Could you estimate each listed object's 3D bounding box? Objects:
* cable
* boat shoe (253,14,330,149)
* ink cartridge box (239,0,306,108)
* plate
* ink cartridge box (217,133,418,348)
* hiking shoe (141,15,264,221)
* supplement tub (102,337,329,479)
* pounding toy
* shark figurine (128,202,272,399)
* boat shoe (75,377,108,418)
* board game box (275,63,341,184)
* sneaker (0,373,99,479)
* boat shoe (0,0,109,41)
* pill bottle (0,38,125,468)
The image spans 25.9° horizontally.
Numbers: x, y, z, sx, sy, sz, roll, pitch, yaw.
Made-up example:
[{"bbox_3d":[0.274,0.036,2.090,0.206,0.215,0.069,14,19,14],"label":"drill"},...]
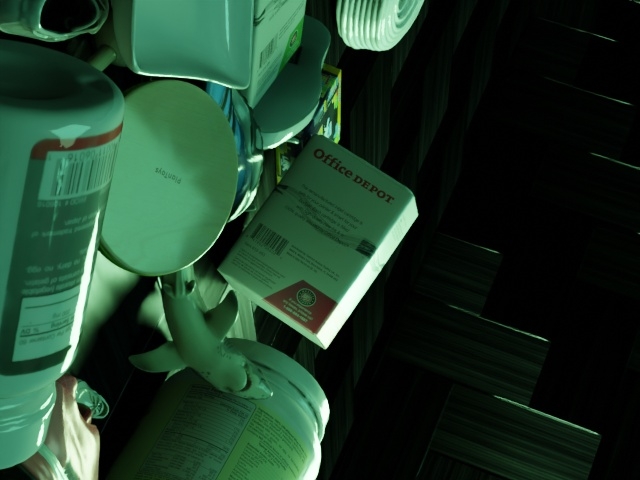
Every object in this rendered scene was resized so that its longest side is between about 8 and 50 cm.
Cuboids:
[{"bbox_3d":[0.102,-0.402,2.059,0.257,0.089,0.257,88,24,-60],"label":"cable"},{"bbox_3d":[-0.061,-0.169,1.663,0.306,0.113,0.105,-81,-172,-57],"label":"boat shoe"},{"bbox_3d":[-0.075,-0.268,1.485,0.153,0.086,0.208,-58,163,-45],"label":"ink cartridge box"},{"bbox_3d":[-0.121,-0.276,1.211,0.277,0.045,0.278,-11,104,-72],"label":"plate"},{"bbox_3d":[0.000,0.000,1.919,0.237,0.172,0.100,-55,163,-8],"label":"ink cartridge box"},{"bbox_3d":[-0.137,-0.129,1.430,0.132,0.113,0.304,-49,147,-42],"label":"hiking shoe"},{"bbox_3d":[-0.140,0.305,1.743,0.235,0.235,0.325,96,18,-47],"label":"supplement tub"},{"bbox_3d":[-0.191,-0.083,1.300,0.183,0.110,0.237,-52,131,-26],"label":"pounding toy"},{"bbox_3d":[-0.150,0.056,1.688,0.116,0.166,0.278,-91,176,-81],"label":"shark figurine"},{"bbox_3d":[-0.253,0.176,1.516,0.100,0.035,0.035,74,37,-70],"label":"boat shoe"},{"bbox_3d":[-0.017,-0.153,2.025,0.170,0.048,0.141,89,22,-58],"label":"board game box"},{"bbox_3d":[-0.258,0.239,1.408,0.314,0.115,0.136,91,21,-56],"label":"sneaker"},{"bbox_3d":[-0.203,-0.186,1.102,0.184,0.063,0.066,-9,118,-76],"label":"boat shoe"},{"bbox_3d":[-0.243,0.011,1.002,0.161,0.161,0.283,-44,152,-65],"label":"pill bottle"}]
